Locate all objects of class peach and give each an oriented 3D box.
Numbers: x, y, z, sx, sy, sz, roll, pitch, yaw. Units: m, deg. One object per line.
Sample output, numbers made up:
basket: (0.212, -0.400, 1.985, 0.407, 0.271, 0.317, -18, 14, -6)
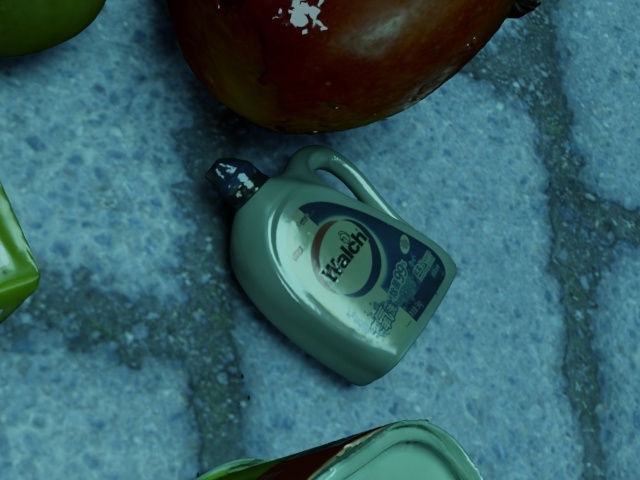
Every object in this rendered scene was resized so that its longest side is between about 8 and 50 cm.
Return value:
peach: (0.029, -0.283, 1.267, 0.339, 0.416, 0.353, 41, 51, -17)

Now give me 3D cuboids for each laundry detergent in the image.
laundry detergent: (0.000, 0.000, 1.305, 0.280, 0.105, 0.215, 43, 52, -5)

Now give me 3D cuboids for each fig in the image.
fig: (-0.307, -0.302, 1.181, 0.207, 0.230, 0.207, -3, 41, 3)

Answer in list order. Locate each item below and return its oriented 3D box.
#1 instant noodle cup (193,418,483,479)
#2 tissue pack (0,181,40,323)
instant noodle cup: (-0.002, 0.297, 1.028, 0.293, 0.308, 0.294, 14, 61, -26)
tissue pack: (-0.403, 0.034, 0.969, 0.274, 0.200, 0.167, -19, 81, -38)
